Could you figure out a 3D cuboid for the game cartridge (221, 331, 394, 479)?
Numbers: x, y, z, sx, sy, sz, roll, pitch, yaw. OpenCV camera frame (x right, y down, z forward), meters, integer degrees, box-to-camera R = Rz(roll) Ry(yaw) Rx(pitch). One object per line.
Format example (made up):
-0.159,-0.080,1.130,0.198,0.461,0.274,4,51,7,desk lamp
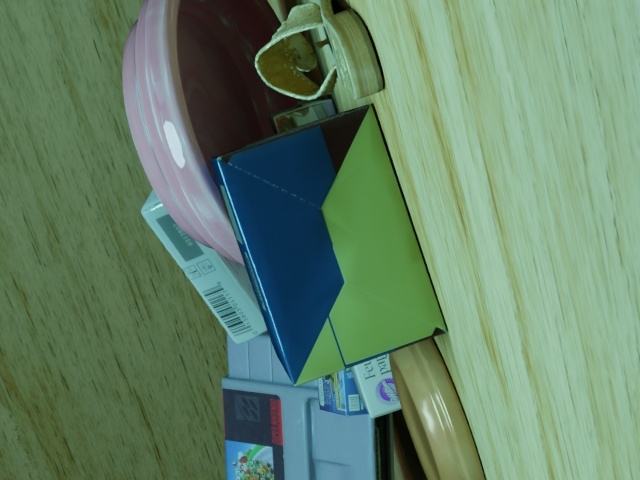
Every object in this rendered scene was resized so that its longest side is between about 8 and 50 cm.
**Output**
-0.015,0.287,1.853,0.068,0.230,0.355,-11,-80,-54,game cartridge

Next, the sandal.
-0.014,-0.152,1.254,0.240,0.079,0.088,-122,14,-73,sandal

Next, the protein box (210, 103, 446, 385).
0.000,0.000,1.353,0.201,0.136,0.200,-152,43,-84,protein box

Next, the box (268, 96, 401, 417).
0.027,0.016,1.575,0.067,0.063,0.324,-129,21,-81,box

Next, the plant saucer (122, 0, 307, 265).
-0.100,-0.122,1.584,0.332,0.084,0.332,46,-144,-48,plant saucer

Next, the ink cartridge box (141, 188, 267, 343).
-0.092,-0.029,1.709,0.189,0.066,0.232,55,-154,-22,ink cartridge box

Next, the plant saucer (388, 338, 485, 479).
0.105,0.171,1.431,0.200,0.037,0.200,162,90,-86,plant saucer

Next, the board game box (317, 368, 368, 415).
0.021,0.087,1.700,0.136,0.035,0.201,167,99,-77,board game box
